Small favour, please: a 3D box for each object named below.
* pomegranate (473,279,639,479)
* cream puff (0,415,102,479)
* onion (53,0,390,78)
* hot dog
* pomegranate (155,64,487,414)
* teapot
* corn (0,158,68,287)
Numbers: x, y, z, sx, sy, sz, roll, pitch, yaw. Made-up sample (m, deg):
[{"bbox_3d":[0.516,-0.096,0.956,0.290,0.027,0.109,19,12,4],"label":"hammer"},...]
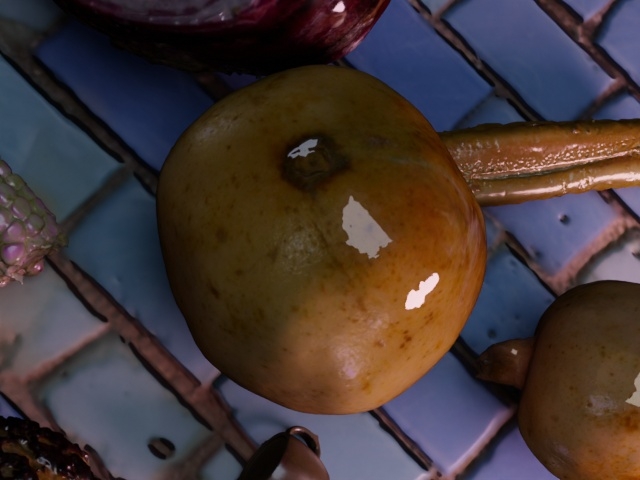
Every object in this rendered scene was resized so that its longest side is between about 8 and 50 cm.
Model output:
[{"bbox_3d":[0.270,0.129,1.386,0.207,0.207,0.207,4,76,-16],"label":"pomegranate"},{"bbox_3d":[-0.261,0.252,1.210,0.239,0.165,0.239,4,74,-14],"label":"cream puff"},{"bbox_3d":[-0.082,-0.282,1.349,0.337,0.260,0.282,8,89,18],"label":"onion"},{"bbox_3d":[0.203,-0.072,1.489,0.286,0.061,0.088,-2,81,-19],"label":"hot dog"},{"bbox_3d":[0.001,-0.001,1.283,0.307,0.307,0.307,4,76,-16],"label":"pomegranate"},{"bbox_3d":[-0.024,0.209,1.347,0.068,0.076,0.121,40,39,-15],"label":"teapot"},{"bbox_3d":[-0.355,-0.090,1.296,0.335,0.126,0.126,47,68,-6],"label":"corn"}]
